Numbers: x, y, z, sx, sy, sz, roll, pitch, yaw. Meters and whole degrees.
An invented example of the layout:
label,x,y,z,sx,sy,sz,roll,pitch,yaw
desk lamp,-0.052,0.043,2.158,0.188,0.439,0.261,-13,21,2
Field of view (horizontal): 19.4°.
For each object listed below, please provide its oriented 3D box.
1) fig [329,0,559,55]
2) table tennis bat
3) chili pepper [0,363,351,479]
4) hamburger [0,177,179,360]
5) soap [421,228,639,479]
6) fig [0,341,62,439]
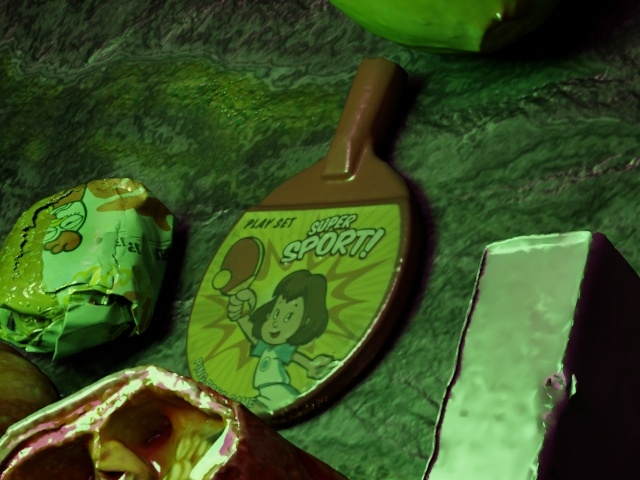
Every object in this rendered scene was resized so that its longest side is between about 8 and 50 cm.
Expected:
label,x,y,z,sx,sy,sz,roll,pitch,yaw
fig,0.120,-0.334,1.843,0.343,0.343,0.343,-25,42,25
table tennis bat,0.000,0.000,1.852,0.268,0.051,0.415,-2,57,42
chili pepper,-0.093,0.255,1.495,0.251,0.305,0.229,-27,43,19
hamburger,-0.275,0.038,1.983,0.235,0.125,0.214,-6,32,24
soap,0.191,0.188,1.305,0.107,0.285,0.296,-7,49,38
fig,-0.381,0.179,1.876,0.186,0.249,0.204,-56,36,16
